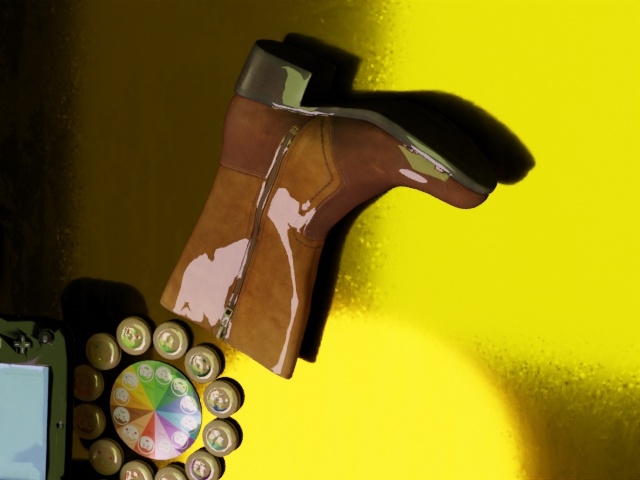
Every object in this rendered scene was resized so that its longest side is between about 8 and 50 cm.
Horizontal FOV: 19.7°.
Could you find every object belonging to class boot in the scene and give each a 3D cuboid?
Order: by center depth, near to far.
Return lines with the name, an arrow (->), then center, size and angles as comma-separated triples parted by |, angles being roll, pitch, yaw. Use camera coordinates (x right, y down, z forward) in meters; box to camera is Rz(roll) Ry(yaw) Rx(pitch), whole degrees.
boot -> 0.000, 0.000, 1.622 | 0.264, 0.096, 0.280 | 25, 110, 16

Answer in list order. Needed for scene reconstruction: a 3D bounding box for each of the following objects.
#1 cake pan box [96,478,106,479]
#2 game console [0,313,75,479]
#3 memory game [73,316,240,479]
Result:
cake pan box -> -0.311, 0.377, 1.804 | 0.266, 0.070, 0.246 | -10, 95, 5
game console -> -0.300, 0.249, 1.734 | 0.213, 0.044, 0.361 | 3, 93, 4
memory game -> -0.162, 0.163, 1.768 | 0.186, 0.012, 0.186 | 5, 103, 21
